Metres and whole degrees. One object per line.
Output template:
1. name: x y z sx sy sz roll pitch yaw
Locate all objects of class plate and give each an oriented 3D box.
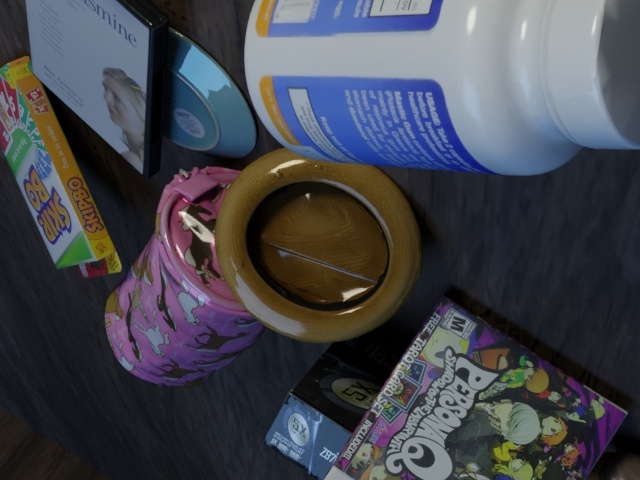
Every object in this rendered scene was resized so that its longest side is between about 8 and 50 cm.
1. plate: -0.145 -0.141 1.177 0.188 0.024 0.188 29 152 17

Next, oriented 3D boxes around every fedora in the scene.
1. fedora: 0.000 0.000 1.129 0.194 0.194 0.079 37 -168 -1

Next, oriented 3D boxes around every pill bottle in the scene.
1. pill bottle: 0.092 -0.119 0.775 0.272 0.152 0.152 9 142 44

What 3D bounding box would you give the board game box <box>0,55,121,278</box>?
1. board game box: -0.311 -0.073 1.378 0.124 0.039 0.259 -10 108 57

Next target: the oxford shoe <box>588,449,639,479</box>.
1. oxford shoe: 0.424 0.312 1.156 0.364 0.130 0.132 40 122 10

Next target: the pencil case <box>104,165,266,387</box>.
1. pencil case: -0.139 0.052 1.336 0.160 0.167 0.386 16 156 -12

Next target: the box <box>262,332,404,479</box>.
1. box: 0.048 0.187 1.291 0.147 0.180 0.077 32 120 10

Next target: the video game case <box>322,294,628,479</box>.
1. video game case: 0.144 0.204 1.161 0.210 0.232 0.042 33 178 8

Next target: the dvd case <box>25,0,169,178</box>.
1. dvd case: -0.217 -0.183 1.153 0.180 0.022 0.253 42 153 14
